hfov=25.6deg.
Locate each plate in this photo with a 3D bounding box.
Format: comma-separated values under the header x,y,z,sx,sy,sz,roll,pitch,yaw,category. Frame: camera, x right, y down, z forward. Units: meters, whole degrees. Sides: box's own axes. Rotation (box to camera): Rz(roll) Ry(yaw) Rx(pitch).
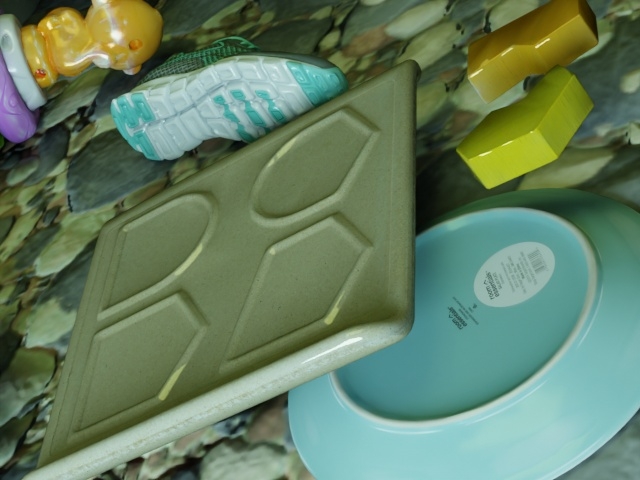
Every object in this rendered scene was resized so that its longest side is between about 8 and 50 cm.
x,y,z,sx,sy,sz,roll,pitch,yaw,category
0.064,0.037,0.617,0.188,0.024,0.188,-22,35,17,plate

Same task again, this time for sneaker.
x,y,z,sx,sy,sz,roll,pitch,yaw,category
-0.050,-0.097,0.843,0.166,0.065,0.076,-1,42,36,sneaker

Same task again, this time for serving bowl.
x,y,z,sx,sy,sz,roll,pitch,yaw,category
-0.275,-0.193,1.169,0.083,0.027,0.083,-21,37,17,serving bowl

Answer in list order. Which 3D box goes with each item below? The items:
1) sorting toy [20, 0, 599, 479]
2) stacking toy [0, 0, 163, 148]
x,y,z,sx,sy,sz,roll,pitch,yaw,category
0.000,0.000,0.679,0.307,0.041,0.229,-26,30,24,sorting toy
-0.252,-0.107,0.960,0.302,0.175,0.165,-19,38,1,stacking toy
